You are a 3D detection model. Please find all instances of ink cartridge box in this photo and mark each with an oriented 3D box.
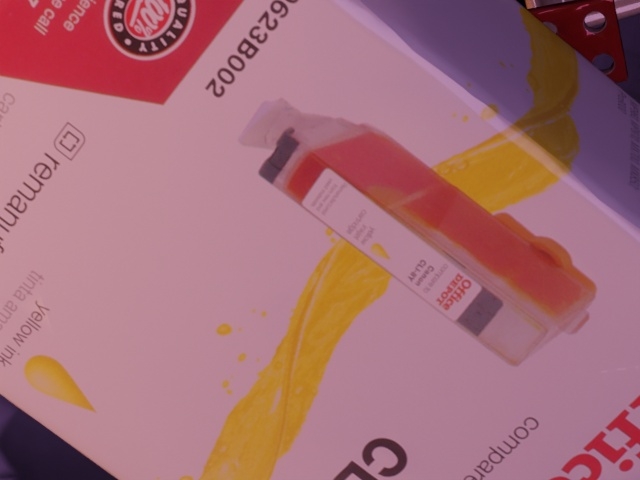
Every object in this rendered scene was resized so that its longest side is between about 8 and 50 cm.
[{"bbox_3d":[0.000,0.000,0.754,0.385,0.160,0.279,37,116,-8],"label":"ink cartridge box"}]

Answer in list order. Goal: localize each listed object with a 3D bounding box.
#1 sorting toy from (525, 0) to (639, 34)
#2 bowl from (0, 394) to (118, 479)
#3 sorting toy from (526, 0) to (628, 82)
[{"bbox_3d":[0.205,-0.240,0.924,0.208,0.038,0.193,-16,97,-3],"label":"sorting toy"},{"bbox_3d":[-0.043,0.129,0.929,0.391,0.077,0.391,0,97,-4],"label":"bowl"},{"bbox_3d":[0.030,-0.123,0.806,0.274,0.046,0.132,-12,114,17],"label":"sorting toy"}]
